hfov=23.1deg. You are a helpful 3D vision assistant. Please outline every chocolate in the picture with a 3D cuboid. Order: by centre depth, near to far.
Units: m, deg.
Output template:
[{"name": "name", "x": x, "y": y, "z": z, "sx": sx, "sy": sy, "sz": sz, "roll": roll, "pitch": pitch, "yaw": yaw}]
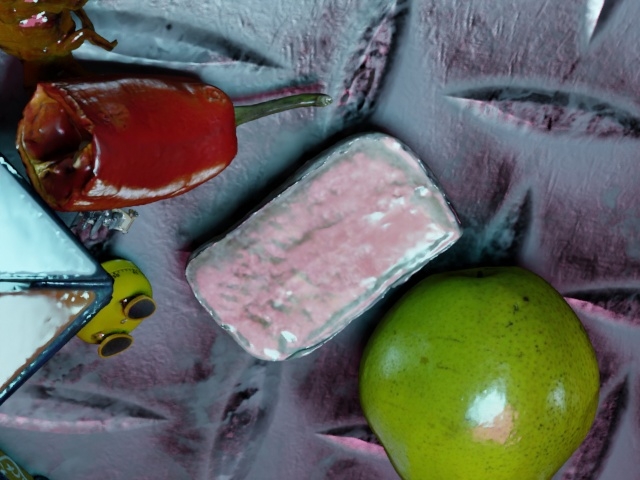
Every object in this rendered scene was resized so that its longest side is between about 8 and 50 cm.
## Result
[{"name": "chocolate", "x": 0.000, "y": 0.000, "z": 1.805, "sx": 0.303, "sy": 0.100, "sz": 0.185, "roll": -37, "pitch": 114, "yaw": 7}]

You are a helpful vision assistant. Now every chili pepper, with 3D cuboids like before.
[{"name": "chili pepper", "x": -0.158, "y": -0.114, "z": 1.659, "sx": 0.338, "sy": 0.134, "sz": 0.131, "roll": -16, "pitch": 140, "yaw": -46}]

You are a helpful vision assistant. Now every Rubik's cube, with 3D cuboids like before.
[{"name": "Rubik's cube", "x": -0.393, "y": 0.028, "z": 1.564, "sx": 0.250, "sy": 0.248, "sz": 0.246, "roll": -46, "pitch": 114, "yaw": -14}]

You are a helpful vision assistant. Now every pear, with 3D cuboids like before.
[{"name": "pear", "x": 0.190, "y": 0.168, "z": 1.868, "sx": 0.294, "sy": 0.294, "sz": 0.294, "roll": -7, "pitch": 124, "yaw": -11}]

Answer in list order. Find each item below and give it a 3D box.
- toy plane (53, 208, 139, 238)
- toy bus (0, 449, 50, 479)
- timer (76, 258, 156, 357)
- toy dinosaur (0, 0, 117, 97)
[{"name": "toy plane", "x": -0.281, "y": -0.028, "z": 1.732, "sx": 0.135, "sy": 0.062, "sz": 0.188, "roll": 35, "pitch": 113, "yaw": -3}, {"name": "toy bus", "x": -0.406, "y": 0.354, "z": 1.866, "sx": 0.162, "sy": 0.194, "sz": 0.323, "roll": -35, "pitch": 124, "yaw": 7}, {"name": "timer", "x": -0.251, "y": 0.064, "z": 1.796, "sx": 0.107, "sy": 0.109, "sz": 0.107, "roll": -31, "pitch": 150, "yaw": -20}, {"name": "toy dinosaur", "x": -0.286, "y": -0.272, "z": 1.527, "sx": 0.208, "sy": 0.097, "sz": 0.432, "roll": -40, "pitch": 143, "yaw": -1}]
